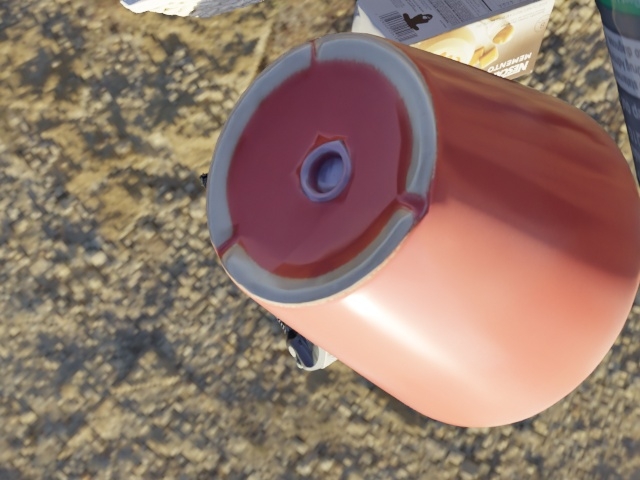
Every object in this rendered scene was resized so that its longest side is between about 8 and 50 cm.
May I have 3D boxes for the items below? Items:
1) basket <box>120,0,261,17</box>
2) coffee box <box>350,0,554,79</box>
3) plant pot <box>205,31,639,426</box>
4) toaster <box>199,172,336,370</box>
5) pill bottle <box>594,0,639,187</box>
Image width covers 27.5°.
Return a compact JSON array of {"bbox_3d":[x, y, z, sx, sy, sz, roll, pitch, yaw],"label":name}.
[{"bbox_3d":[-0.088,-0.266,1.138,0.167,0.103,0.113,-10,83,38],"label":"basket"},{"bbox_3d":[0.163,-0.258,1.665,0.098,0.246,0.141,54,152,29],"label":"coffee box"},{"bbox_3d":[0.066,-0.018,0.954,0.275,0.243,0.275,-13,67,34],"label":"plant pot"},{"bbox_3d":[0.000,0.000,1.240,0.227,0.146,0.129,56,161,24],"label":"toaster"},{"bbox_3d":[0.239,0.009,0.516,0.204,0.204,0.361,-7,112,27],"label":"pill bottle"}]
